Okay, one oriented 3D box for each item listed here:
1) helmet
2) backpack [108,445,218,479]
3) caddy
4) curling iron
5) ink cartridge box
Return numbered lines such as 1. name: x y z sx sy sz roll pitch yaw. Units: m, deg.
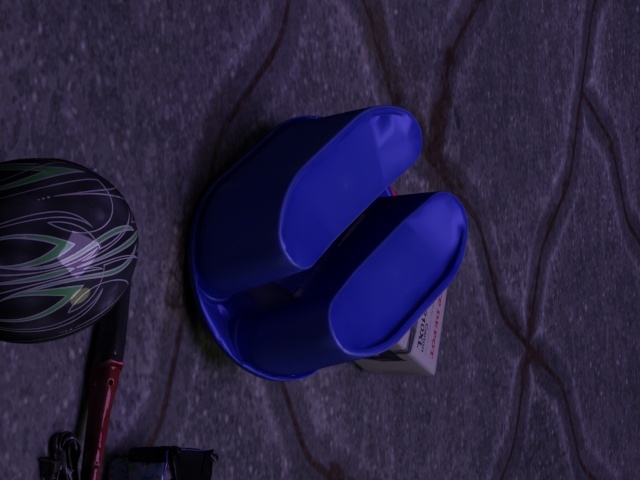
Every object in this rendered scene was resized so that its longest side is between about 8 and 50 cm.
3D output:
1. helmet: -0.238 0.008 1.608 0.169 0.161 0.169 1 90 -65
2. backpack: -0.156 0.260 1.884 0.105 0.084 0.114 17 70 -64
3. caddy: 0.000 0.000 2.099 0.341 0.179 0.241 -44 111 -42
4. curling iron: -0.209 0.124 1.826 0.068 0.035 0.274 52 45 -54
5. ink cartridge box: 0.068 0.050 2.349 0.237 0.100 0.172 42 53 -58
